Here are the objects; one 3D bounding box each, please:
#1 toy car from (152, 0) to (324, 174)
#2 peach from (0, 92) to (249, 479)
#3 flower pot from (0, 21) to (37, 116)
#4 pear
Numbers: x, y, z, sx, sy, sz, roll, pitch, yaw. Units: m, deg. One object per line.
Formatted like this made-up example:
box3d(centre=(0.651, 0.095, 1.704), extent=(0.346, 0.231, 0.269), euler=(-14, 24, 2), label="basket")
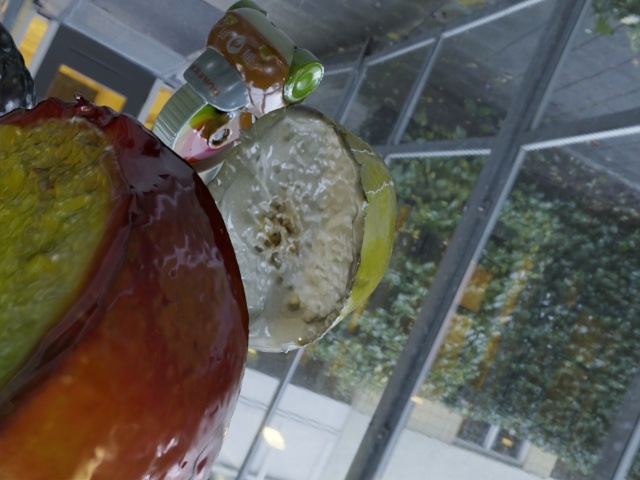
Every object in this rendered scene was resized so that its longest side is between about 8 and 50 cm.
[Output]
box3d(centre=(-0.122, -0.178, 0.911), extent=(0.145, 0.235, 0.235), euler=(46, -176, 18), label="toy car")
box3d(centre=(-0.233, 0.108, 0.464), extent=(0.335, 0.406, 0.310), euler=(21, 151, 24), label="peach")
box3d(centre=(-0.475, -0.135, 0.687), extent=(0.266, 0.267, 0.267), euler=(25, 148, 17), label="flower pot")
box3d(centre=(0.002, -0.001, 0.731), extent=(0.178, 0.267, 0.267), euler=(8, -170, -44), label="pear")
